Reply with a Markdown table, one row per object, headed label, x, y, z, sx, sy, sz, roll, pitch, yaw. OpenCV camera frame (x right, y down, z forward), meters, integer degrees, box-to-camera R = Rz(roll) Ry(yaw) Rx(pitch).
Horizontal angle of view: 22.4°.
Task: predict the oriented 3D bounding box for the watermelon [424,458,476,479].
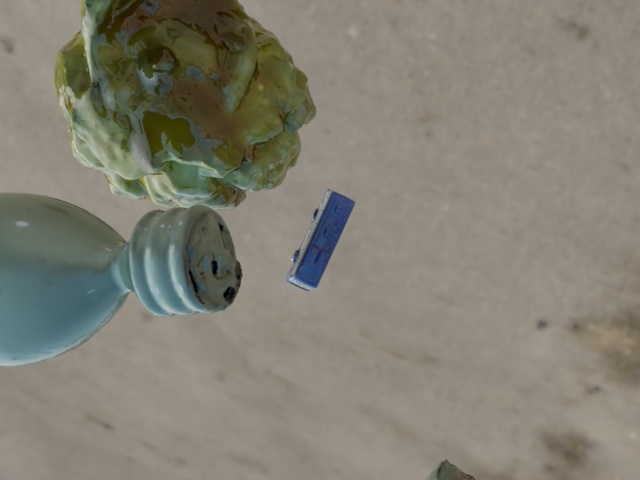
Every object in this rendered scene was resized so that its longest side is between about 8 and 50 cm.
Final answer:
| label | x | y | z | sx | sy | sz | roll | pitch | yaw |
| --- | --- | --- | --- | --- | --- | --- | --- | --- | --- |
| watermelon | 0.207 | 0.380 | 1.927 | 0.226 | 0.148 | 0.318 | -13 | 114 | 15 |

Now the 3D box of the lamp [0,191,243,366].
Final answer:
| label | x | y | z | sx | sy | sz | roll | pitch | yaw |
| --- | --- | --- | --- | --- | --- | --- | --- | --- | --- |
| lamp | -0.143 | 0.017 | 0.958 | 0.193 | 0.106 | 0.106 | -8 | 147 | 27 |

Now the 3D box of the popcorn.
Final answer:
| label | x | y | z | sx | sy | sz | roll | pitch | yaw |
| --- | --- | --- | --- | --- | --- | --- | --- | --- | --- |
| popcorn | -0.175 | -0.182 | 1.931 | 0.335 | 0.279 | 0.274 | 32 | -159 | 8 |

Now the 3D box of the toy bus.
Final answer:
| label | x | y | z | sx | sy | sz | roll | pitch | yaw |
| --- | --- | --- | --- | --- | --- | --- | --- | --- | --- |
| toy bus | 0.000 | 0.000 | 2.393 | 0.051 | 0.153 | 0.061 | 25 | 176 | -8 |
